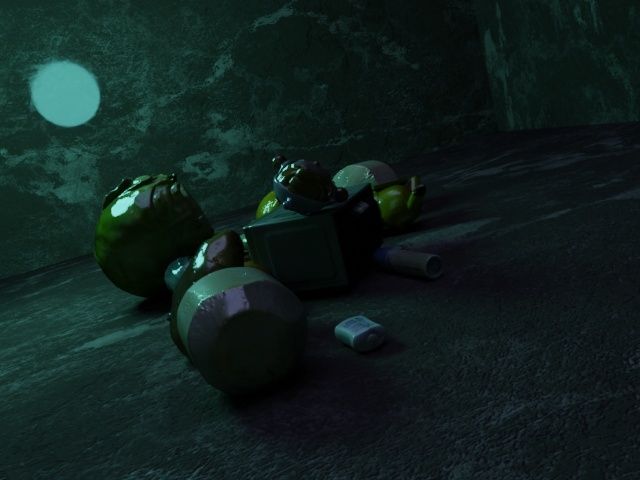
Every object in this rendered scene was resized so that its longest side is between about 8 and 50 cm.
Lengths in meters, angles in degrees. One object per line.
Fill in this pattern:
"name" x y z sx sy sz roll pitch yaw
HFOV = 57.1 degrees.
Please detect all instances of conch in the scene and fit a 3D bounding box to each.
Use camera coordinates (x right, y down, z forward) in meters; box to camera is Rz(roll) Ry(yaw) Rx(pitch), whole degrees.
"conch" -0.333 0.105 1.682 0.277 0.195 0.220 -44 -10 23

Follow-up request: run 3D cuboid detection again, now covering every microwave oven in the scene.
"microwave oven" 0.000 0.000 1.596 0.286 0.218 0.355 -8 14 22

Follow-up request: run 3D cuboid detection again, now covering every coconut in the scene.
"coconut" -0.142 0.158 1.067 0.241 0.241 0.241 -15 12 3
"coconut" 0.160 -0.174 2.170 0.239 0.239 0.244 -7 14 35

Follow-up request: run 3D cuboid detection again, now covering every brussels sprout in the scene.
"brussels sprout" -0.535 -0.005 1.874 0.361 0.425 0.342 -34 57 -7

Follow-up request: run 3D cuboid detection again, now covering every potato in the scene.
"potato" -0.248 0.115 1.300 0.141 0.296 0.192 22 -16 -16

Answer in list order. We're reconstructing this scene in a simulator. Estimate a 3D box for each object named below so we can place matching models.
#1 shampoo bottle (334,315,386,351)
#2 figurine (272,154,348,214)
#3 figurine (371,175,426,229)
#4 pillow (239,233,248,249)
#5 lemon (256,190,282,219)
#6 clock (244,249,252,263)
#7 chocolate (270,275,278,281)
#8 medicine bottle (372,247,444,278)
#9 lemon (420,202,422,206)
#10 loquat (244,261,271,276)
"shampoo bottle" 0.078 0.176 1.106 0.072 0.043 0.099 -20 13 -20
"figurine" -0.042 -0.136 1.444 0.194 0.133 0.274 27 7 -16
"figurine" 0.208 -0.108 1.948 0.327 0.169 0.218 -12 17 18
"pillow" -0.199 -0.035 2.346 0.274 0.076 0.281 -12 12 26
"lemon" -0.093 -0.056 1.918 0.263 0.235 0.236 27 -19 -38
"clock" -0.257 0.070 1.988 0.237 0.057 0.237 -16 12 3
"chocolate" -0.123 0.149 1.297 0.125 0.148 0.080 22 -4 -23
"medicine bottle" 0.213 0.054 1.464 0.059 0.059 0.231 -21 13 -24
"lemon" 0.335 -0.130 2.150 0.083 0.062 0.062 -11 10 -17
"loquat" -0.176 0.125 1.431 0.141 0.141 0.141 -15 12 3
